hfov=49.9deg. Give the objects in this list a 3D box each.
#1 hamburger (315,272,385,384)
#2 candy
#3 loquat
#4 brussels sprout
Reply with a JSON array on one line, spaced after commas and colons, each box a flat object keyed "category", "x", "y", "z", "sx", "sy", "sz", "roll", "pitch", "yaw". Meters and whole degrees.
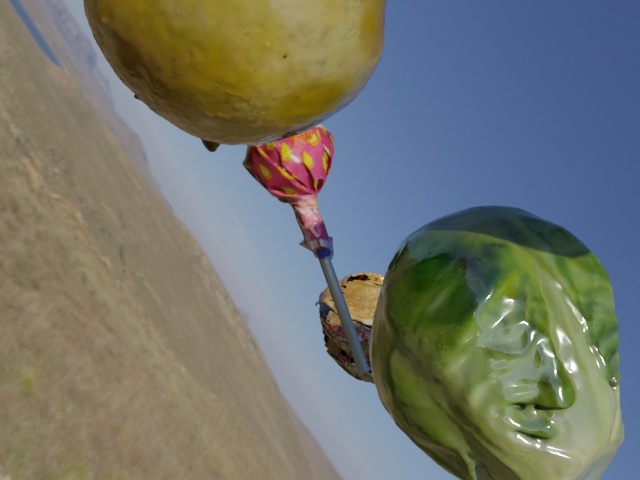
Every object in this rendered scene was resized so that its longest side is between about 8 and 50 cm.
[{"category": "hamburger", "x": 0.098, "y": 0.154, "z": 1.282, "sx": 0.231, "sy": 0.231, "sz": 0.107, "roll": 50, "pitch": -35, "yaw": 41}, {"category": "candy", "x": 0.000, "y": 0.000, "z": 0.904, "sx": 0.124, "sy": 0.124, "sz": 0.365, "roll": 160, "pitch": -90, "yaw": -81}, {"category": "loquat", "x": -0.071, "y": -0.183, "z": 0.549, "sx": 0.244, "sy": 0.244, "sz": 0.244, "roll": 56, "pitch": -9, "yaw": 14}, {"category": "brussels sprout", "x": 0.160, "y": 0.105, "z": 0.628, "sx": 0.210, "sy": 0.219, "sz": 0.271, "roll": 104, "pitch": -35, "yaw": -52}]
